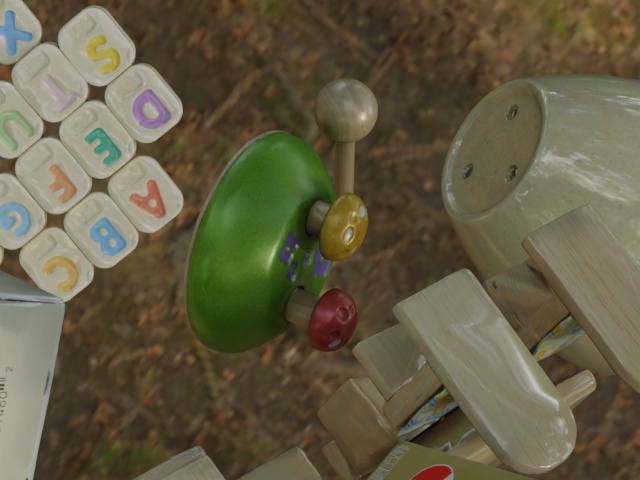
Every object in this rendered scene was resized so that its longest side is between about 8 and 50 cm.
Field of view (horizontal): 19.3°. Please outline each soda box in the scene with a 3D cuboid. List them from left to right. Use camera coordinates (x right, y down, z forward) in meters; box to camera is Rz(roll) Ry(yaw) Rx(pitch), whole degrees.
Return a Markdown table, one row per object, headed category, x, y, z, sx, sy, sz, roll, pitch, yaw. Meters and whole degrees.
| category | x | y | z | sx | sy | sz | roll | pitch | yaw |
| --- | --- | --- | --- | --- | --- | --- | --- | --- | --- |
| soda box | 0.094 | 0.172 | 1.125 | 0.058 | 0.181 | 0.061 | -47 | 115 | -18 |

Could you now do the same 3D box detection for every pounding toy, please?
| category | x | y | z | sx | sy | sz | roll | pitch | yaw |
| --- | --- | --- | --- | --- | --- | --- | --- | --- | --- |
| pounding toy | 0.000 | 0.000 | 1.498 | 0.110 | 0.183 | 0.237 | 20 | 47 | 24 |

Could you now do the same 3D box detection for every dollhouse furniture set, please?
| category | x | y | z | sx | sy | sz | roll | pitch | yaw |
| --- | --- | --- | --- | --- | --- | --- | --- | --- | --- |
| dollhouse furniture set | 0.057 | 0.225 | 1.324 | 0.394 | 0.362 | 0.256 | -25 | 74 | -37 |

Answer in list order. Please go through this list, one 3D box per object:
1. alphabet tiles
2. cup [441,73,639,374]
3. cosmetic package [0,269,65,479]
| category | x | y | z | sx | sy | sz | roll | pitch | yaw |
| --- | --- | --- | --- | --- | --- | --- | --- | --- | --- |
| alphabet tiles | -0.278 | -0.089 | 1.802 | 0.278 | 0.284 | 0.021 | 51 | 10 | -7 |
| cup | 0.272 | -0.048 | 2.042 | 0.237 | 0.331 | 0.331 | 26 | 49 | -29 |
| cosmetic package | -0.288 | 0.065 | 1.071 | 0.113 | 0.309 | 0.160 | 5 | 99 | -46 |
